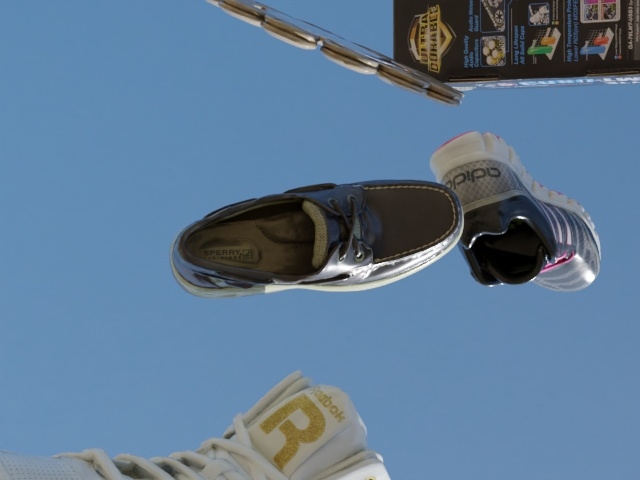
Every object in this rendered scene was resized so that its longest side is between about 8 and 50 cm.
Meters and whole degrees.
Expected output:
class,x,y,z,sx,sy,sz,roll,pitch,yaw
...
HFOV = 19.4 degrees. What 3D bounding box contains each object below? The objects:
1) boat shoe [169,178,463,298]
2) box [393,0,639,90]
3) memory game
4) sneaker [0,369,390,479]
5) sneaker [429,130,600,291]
class,x,y,z,sx,sy,sz,roll,pitch,yaw
boat shoe,0.000,0.000,0.937,0.152,0.049,0.056,-13,-96,-5
box,0.207,-0.284,1.655,0.293,0.073,0.296,-1,-92,29
memory game,0.007,-0.123,1.185,0.186,0.186,0.012,29,-81,37
sneaker,-0.064,0.120,0.934,0.169,0.292,0.108,-44,-119,4
sneaker,0.122,0.002,1.138,0.063,0.170,0.075,-21,-125,24
